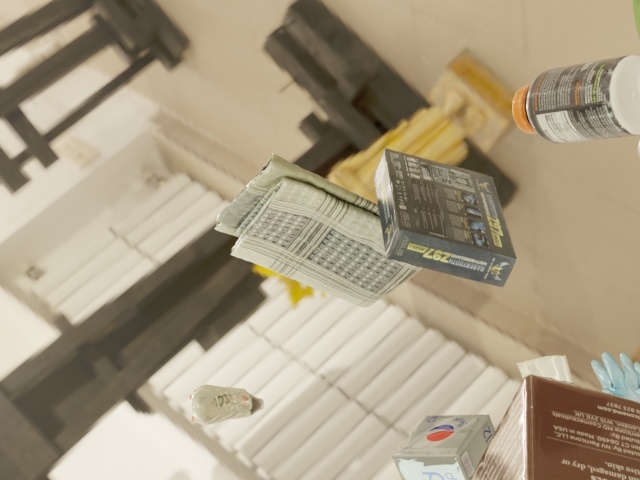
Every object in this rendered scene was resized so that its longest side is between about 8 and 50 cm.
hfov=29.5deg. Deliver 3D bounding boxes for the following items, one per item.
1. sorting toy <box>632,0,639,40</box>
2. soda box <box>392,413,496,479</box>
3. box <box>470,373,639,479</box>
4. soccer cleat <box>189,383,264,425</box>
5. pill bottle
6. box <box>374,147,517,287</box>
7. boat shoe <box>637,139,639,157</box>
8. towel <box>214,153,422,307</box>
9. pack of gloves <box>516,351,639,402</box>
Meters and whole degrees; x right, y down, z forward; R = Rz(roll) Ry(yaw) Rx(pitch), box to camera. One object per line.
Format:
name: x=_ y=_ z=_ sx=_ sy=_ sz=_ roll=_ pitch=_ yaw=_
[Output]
sorting toy: x=0.364 y=-0.191 z=1.087 sx=0.127 sy=0.126 sz=0.365 roll=-139 pitch=38 yaw=-77
soda box: x=0.194 y=0.353 z=1.473 sx=0.098 sy=0.091 sz=0.286 roll=-8 pitch=113 yaw=39
box: x=0.206 y=0.319 z=1.013 sx=0.143 sy=0.381 sz=0.191 roll=16 pitch=131 yaw=-3
soccer cleat: x=-0.159 y=0.274 z=2.046 sx=0.196 sy=0.076 sz=0.068 roll=18 pitch=-115 yaw=-71
pill bottle: x=0.434 y=-0.230 z=2.023 sx=0.245 sy=0.130 sz=0.130 roll=-1 pitch=127 yaw=55
box: x=0.180 y=-0.037 z=1.792 sx=0.183 sy=0.233 sz=0.059 roll=13 pitch=123 yaw=-12
boat shoe: x=0.487 y=-0.105 z=1.353 sx=0.121 sy=0.119 sz=0.335 roll=33 pitch=154 yaw=-26
towel: x=0.000 y=0.000 z=1.987 sx=0.324 sy=0.056 sz=0.312 roll=27 pitch=153 yaw=-11
pack of gloves: x=0.385 y=0.271 z=1.703 sx=0.195 sy=0.046 sz=0.232 roll=-14 pitch=98 yaw=39
